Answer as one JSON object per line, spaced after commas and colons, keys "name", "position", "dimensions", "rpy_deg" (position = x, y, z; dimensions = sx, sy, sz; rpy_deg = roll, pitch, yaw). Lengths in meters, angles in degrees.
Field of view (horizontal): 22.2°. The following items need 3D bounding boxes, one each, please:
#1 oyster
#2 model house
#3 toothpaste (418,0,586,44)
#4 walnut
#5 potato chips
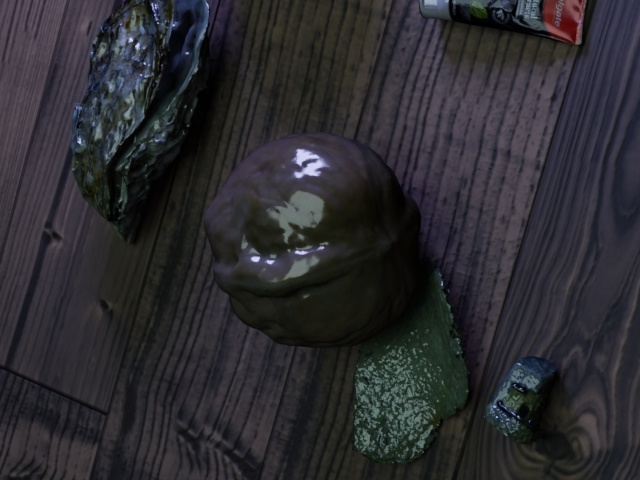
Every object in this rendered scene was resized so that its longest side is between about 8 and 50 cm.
{"name": "oyster", "position": [-0.230, -0.163, 2.067], "dimensions": [0.162, 0.158, 0.351], "rpy_deg": [-131, 52, -71]}
{"name": "model house", "position": [0.225, 0.172, 1.779], "dimensions": [0.066, 0.078, 0.083], "rpy_deg": [34, 102, 27]}
{"name": "toothpaste", "position": [0.209, -0.268, 1.850], "dimensions": [0.193, 0.045, 0.071], "rpy_deg": [11, 92, 26]}
{"name": "walnut", "position": [-0.002, 0.000, 1.843], "dimensions": [0.248, 0.248, 0.248], "rpy_deg": [-3, 84, 32]}
{"name": "potato chips", "position": [0.101, 0.142, 1.873], "dimensions": [0.167, 0.059, 0.228], "rpy_deg": [47, 115, 32]}
